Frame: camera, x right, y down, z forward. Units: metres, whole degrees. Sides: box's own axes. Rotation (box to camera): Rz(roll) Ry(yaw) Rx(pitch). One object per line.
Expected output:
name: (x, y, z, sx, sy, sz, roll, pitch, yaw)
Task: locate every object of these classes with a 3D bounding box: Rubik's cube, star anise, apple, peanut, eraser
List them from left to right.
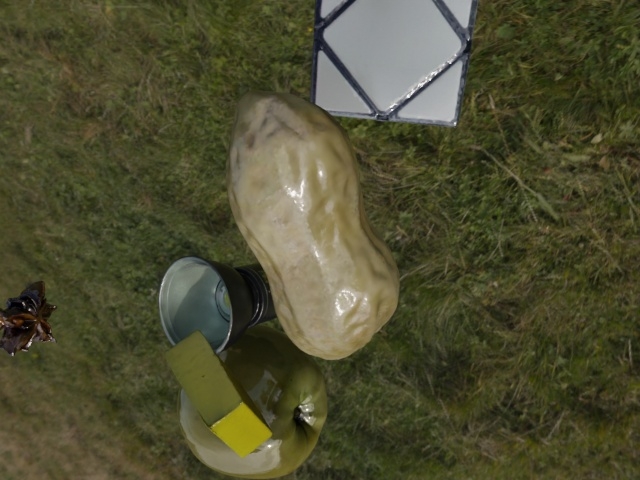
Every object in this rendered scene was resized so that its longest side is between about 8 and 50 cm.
star anise: (-0.453, 0.131, 0.734, 0.070, 0.191, 0.098, 5, 107, 2)
eraser: (-0.103, 0.161, 0.524, 0.097, 0.045, 0.122, 47, 163, 32)
apple: (-0.120, 0.282, 0.891, 0.262, 0.262, 0.263, 15, 119, 29)
peanut: (0.000, 0.000, 0.417, 0.123, 0.124, 0.257, 9, 134, 32)
Rubik's cube: (0.101, -0.283, 0.721, 0.207, 0.205, 0.205, 5, 110, 4)

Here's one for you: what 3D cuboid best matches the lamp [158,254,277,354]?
lamp: (-0.123, 0.091, 0.800, 0.172, 0.227, 0.147, -35, 75, 29)
